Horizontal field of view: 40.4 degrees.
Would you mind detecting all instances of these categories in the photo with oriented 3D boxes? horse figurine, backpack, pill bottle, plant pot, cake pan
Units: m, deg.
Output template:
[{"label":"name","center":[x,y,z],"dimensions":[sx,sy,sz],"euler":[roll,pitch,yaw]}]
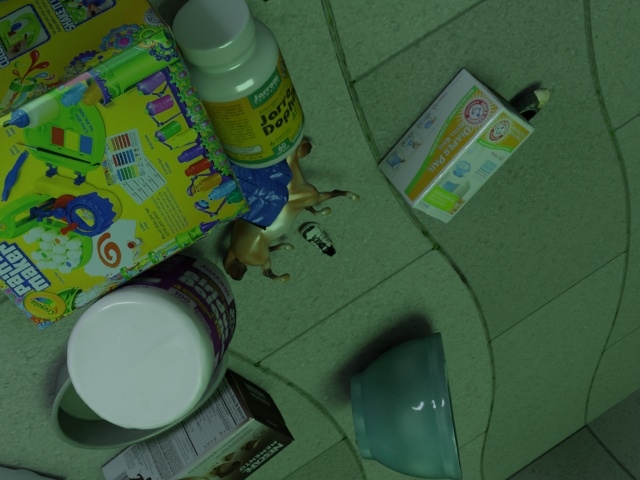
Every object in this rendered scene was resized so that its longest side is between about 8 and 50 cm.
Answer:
[{"label":"horse figurine","center":[-0.061,-0.027,1.279],"dimensions":[0.263,0.066,0.174],"euler":[-47,145,15]},{"label":"backpack","center":[-0.107,-0.089,1.145],"dimensions":[0.120,0.098,0.101],"euler":[18,115,-36]},{"label":"pill bottle","center":[-0.095,-0.185,1.010],"dimensions":[0.117,0.118,0.208],"euler":[-32,149,-5]},{"label":"pill bottle","center":[-0.199,0.110,1.125],"dimensions":[0.169,0.169,0.301],"euler":[-44,-173,11]},{"label":"plant pot","center":[0.168,0.343,1.753],"dimensions":[0.196,0.293,0.293],"euler":[-9,145,7]},{"label":"cake pan","center":[-0.289,0.219,1.382],"dimensions":[0.293,0.054,0.293],"euler":[-23,143,-18]}]

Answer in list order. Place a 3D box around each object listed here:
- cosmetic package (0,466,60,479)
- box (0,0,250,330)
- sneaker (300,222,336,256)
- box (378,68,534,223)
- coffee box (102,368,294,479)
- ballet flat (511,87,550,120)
[{"label":"cosmetic package","center":[-0.590,0.551,1.424],"dimensions":[0.385,0.156,0.217],"euler":[-42,143,10]},{"label":"box","center":[-0.265,-0.100,0.923],"dimensions":[0.279,0.177,0.290],"euler":[-30,145,-8]},{"label":"sneaker","center":[0.000,0.000,1.387],"dimensions":[0.032,0.037,0.083],"euler":[-43,143,12]},{"label":"box","center":[0.208,-0.143,1.338],"dimensions":[0.203,0.103,0.114],"euler":[-48,144,17]},{"label":"coffee box","center":[-0.219,0.387,1.580],"dimensions":[0.297,0.119,0.168],"euler":[-38,144,3]},{"label":"ballet flat","center":[0.312,-0.182,1.429],"dimensions":[0.173,0.049,0.057],"euler":[-44,145,11]}]
